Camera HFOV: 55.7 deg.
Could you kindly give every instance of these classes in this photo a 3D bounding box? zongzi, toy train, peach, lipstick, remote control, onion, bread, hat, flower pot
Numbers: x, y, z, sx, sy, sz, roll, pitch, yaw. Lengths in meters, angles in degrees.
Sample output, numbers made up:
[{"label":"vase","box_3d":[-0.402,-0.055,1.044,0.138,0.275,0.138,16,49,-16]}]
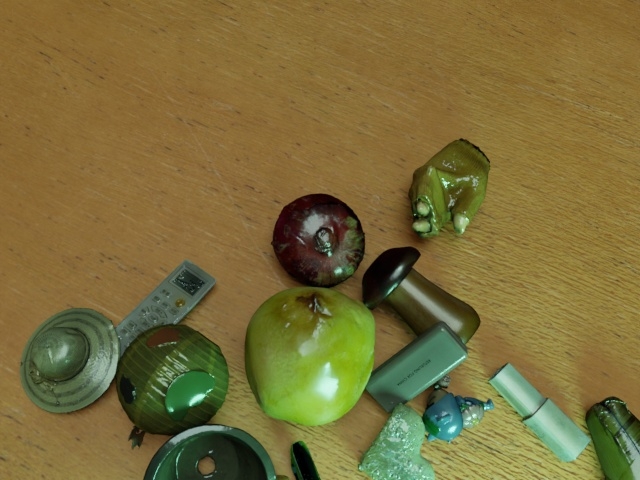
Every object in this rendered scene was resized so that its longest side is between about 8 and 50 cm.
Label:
[{"label":"zongzi","box_3d":[0.676,0.543,1.405,0.289,0.123,0.260,-38,70,-16]},{"label":"toy train","box_3d":[-0.022,0.556,1.358,0.044,0.042,0.209,-8,63,-35]},{"label":"peach","box_3d":[-0.030,0.252,1.358,0.281,0.316,0.314,22,72,22]},{"label":"lipstick","box_3d":[0.523,0.413,1.467,0.077,0.079,0.253,-40,74,-20]},{"label":"remote control","box_3d":[-0.394,0.188,1.482,0.109,0.055,0.313,32,62,19]},{"label":"onion","box_3d":[0.000,0.000,1.536,0.246,0.190,0.247,1,83,-11]},{"label":"bread","box_3d":[0.167,0.492,1.376,0.172,0.064,0.232,-8,79,4]},{"label":"hat","box_3d":[-0.588,0.256,1.366,0.251,0.110,0.252,-3,66,7]},{"label":"flower pot","box_3d":[-0.237,0.499,1.271,0.268,0.166,0.269,0,89,-15]}]

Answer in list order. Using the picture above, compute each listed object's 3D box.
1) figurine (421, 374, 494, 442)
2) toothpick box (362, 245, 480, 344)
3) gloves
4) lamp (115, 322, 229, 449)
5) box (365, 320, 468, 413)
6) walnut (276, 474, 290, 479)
[{"label":"figurine","box_3d":[0.314,0.395,1.444,0.178,0.114,0.145,-8,59,-22]},{"label":"toothpick box","box_3d":[0.240,0.150,1.500,0.294,0.192,0.192,42,68,7]},{"label":"gloves","box_3d":[0.342,-0.134,1.654,0.203,0.155,0.356,40,52,4]},{"label":"lamp","box_3d":[-0.337,0.324,1.326,0.250,0.250,0.284,31,80,8]},{"label":"box","box_3d":[0.222,0.298,1.418,0.243,0.055,0.103,-41,92,17]},{"label":"walnut","box_3d":[-0.106,0.558,1.330,0.096,0.082,0.079,-12,95,-14]}]
